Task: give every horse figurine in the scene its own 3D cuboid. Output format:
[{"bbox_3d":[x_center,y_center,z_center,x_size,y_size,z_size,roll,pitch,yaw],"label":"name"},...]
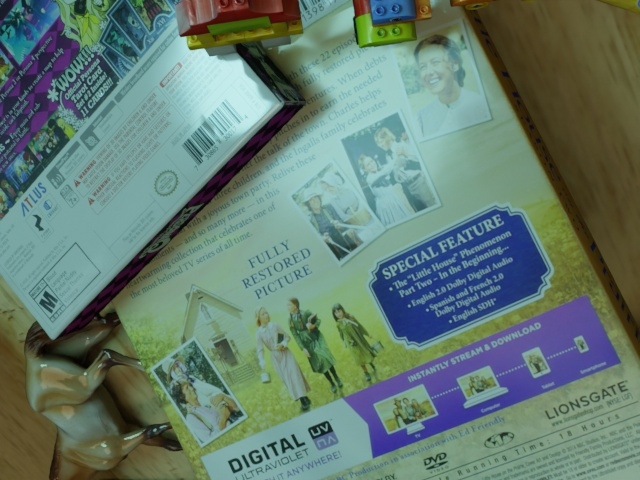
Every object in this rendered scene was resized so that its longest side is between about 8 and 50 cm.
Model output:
[{"bbox_3d":[-0.199,0.148,0.824,0.174,0.066,0.263,-12,125,6],"label":"horse figurine"}]

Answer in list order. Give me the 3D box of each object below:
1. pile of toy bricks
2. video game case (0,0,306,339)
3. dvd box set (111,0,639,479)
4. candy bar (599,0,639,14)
[{"bbox_3d":[0.027,-0.162,0.448,0.212,0.105,0.118,-9,88,1],"label":"pile of toy bricks"},{"bbox_3d":[-0.156,-0.087,0.572,0.232,0.042,0.210,-43,82,23],"label":"video game case"},{"bbox_3d":[0.000,0.000,0.581,0.308,0.062,0.420,-28,88,22],"label":"dvd box set"},{"bbox_3d":[0.162,-0.180,0.587,0.161,0.018,0.040,16,125,-4],"label":"candy bar"}]
